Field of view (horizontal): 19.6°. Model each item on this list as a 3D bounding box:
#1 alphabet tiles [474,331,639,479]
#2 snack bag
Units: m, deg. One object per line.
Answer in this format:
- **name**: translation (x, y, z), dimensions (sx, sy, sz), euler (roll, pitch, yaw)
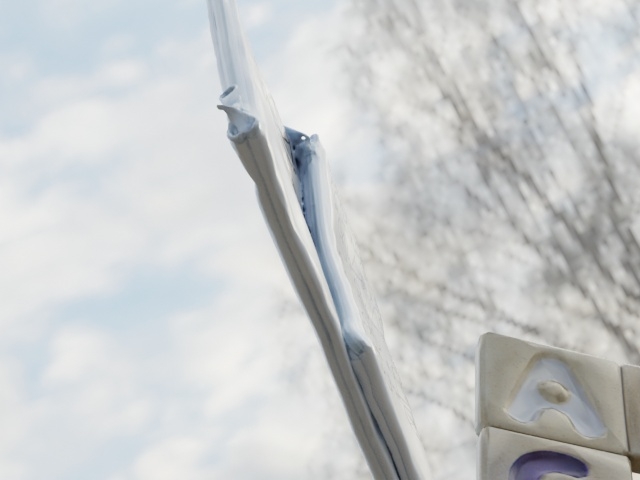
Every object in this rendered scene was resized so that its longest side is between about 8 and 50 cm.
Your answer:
- **alphabet tiles**: translation (0.152, 0.107, 0.435), dimensions (0.237, 0.198, 0.009), euler (12, -56, -4)
- **snack bag**: translation (0.000, 0.000, 1.224), dimensions (0.037, 0.323, 0.342), euler (-21, -63, 4)
